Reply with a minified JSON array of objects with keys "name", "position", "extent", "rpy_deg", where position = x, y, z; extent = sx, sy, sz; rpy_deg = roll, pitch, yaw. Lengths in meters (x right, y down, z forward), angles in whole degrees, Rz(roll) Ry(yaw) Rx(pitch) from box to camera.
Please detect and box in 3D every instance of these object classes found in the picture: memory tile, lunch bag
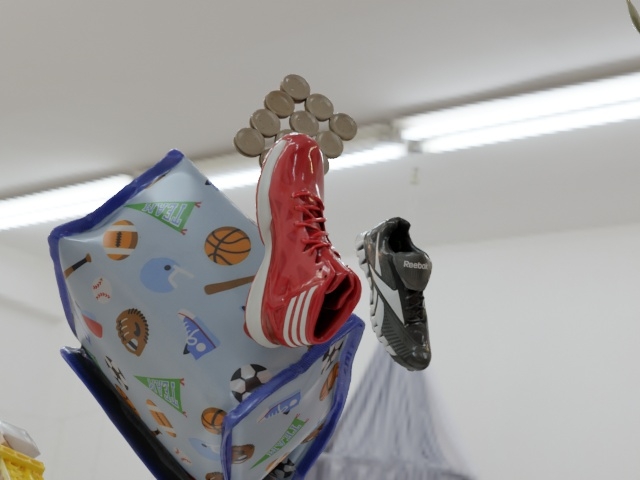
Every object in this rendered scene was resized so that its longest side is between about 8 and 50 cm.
[{"name":"memory tile","position":[-0.028,-0.123,1.315],"extent":[0.113,0.148,0.012],"rpy_deg":[38,-37,-3]},{"name":"lunch bag","position":[-0.146,0.150,1.358],"extent":[0.328,0.239,0.385],"rpy_deg":[45,-26,22]}]

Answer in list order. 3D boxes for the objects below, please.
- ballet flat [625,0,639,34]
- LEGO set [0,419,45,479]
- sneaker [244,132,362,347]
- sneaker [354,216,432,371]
[{"name":"ballet flat","position":[0.486,-0.373,1.668],"extent":[0.079,0.221,0.077],"rpy_deg":[5,21,40]},{"name":"LEGO set","position":[-0.187,0.235,0.767],"extent":[0.287,0.107,0.132],"rpy_deg":[34,1,24]},{"name":"sneaker","position":[0.000,0.000,1.122],"extent":[0.087,0.221,0.128],"rpy_deg":[8,-5,-42]},{"name":"sneaker","position":[0.116,0.067,1.600],"extent":[0.078,0.234,0.106],"rpy_deg":[3,-32,-32]}]
